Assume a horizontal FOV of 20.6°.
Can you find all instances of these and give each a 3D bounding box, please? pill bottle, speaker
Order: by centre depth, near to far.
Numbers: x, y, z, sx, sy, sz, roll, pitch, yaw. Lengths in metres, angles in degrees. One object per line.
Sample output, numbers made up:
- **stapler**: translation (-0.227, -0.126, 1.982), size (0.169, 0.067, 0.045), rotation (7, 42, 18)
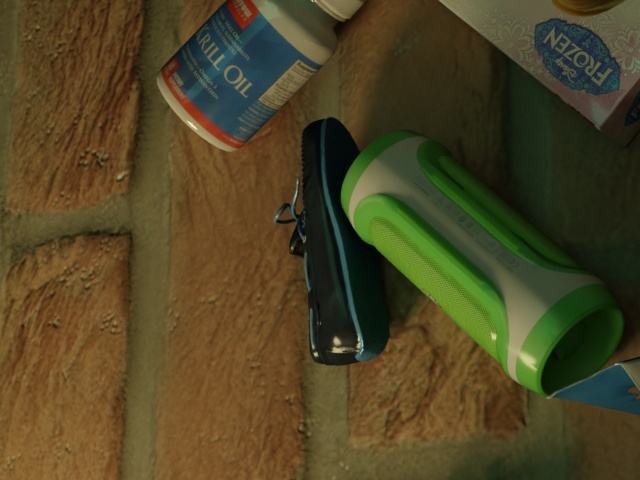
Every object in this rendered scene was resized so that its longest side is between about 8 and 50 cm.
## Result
- **speaker**: translation (0.149, 0.017, 1.674), size (0.131, 0.131, 0.296), rotation (-53, 54, 9)
- **pill bottle**: translation (-0.061, -0.211, 1.890), size (0.221, 0.124, 0.124), rotation (-45, 56, 14)

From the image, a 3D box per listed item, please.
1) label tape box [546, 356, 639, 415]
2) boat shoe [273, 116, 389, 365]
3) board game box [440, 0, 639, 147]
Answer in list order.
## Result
- **label tape box**: translation (0.393, 0.135, 1.395), size (0.347, 0.249, 0.115), rotation (-21, 67, 30)
- **boat shoe**: translation (0.000, 0.000, 1.796), size (0.089, 0.109, 0.258), rotation (-19, 63, 32)
- **board game box**: translation (0.279, -0.307, 1.727), size (0.318, 0.066, 0.318), rotation (-53, 54, 9)
